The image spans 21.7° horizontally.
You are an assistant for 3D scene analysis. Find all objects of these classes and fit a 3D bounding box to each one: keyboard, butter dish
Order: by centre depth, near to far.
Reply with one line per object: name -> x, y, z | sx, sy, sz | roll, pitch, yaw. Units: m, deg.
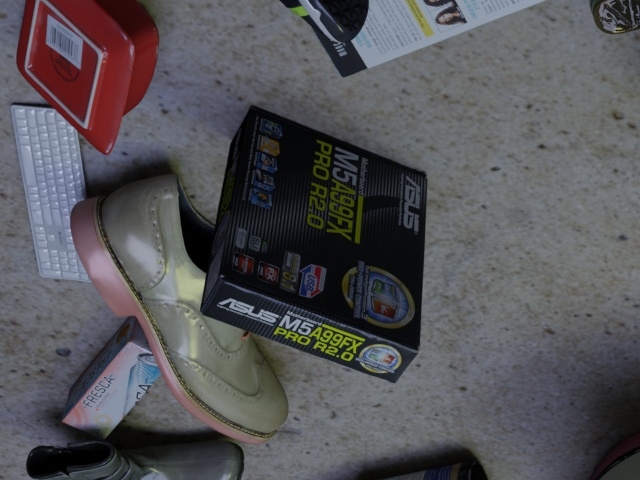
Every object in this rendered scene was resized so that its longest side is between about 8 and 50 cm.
butter dish -> -0.216, -0.198, 1.684 | 0.160, 0.118, 0.160 | 43, 139, 23
keyboard -> -0.298, -0.049, 1.889 | 0.072, 0.014, 0.256 | 2, 132, 3

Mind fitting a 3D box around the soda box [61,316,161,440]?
soda box -> -0.247, 0.167, 2.051 | 0.063, 0.058, 0.183 | 27, 130, -18

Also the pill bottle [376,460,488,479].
pill bottle -> 0.110, 0.363, 2.152 | 0.219, 0.123, 0.123 | -15, 129, 18

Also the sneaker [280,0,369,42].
sneaker -> -0.050, -0.276, 1.596 | 0.234, 0.084, 0.097 | 50, 139, -2

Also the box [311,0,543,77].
box -> 0.108, -0.251, 1.633 | 0.244, 0.060, 0.100 | -19, 127, 21

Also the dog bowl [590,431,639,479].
dog bowl -> 0.508, 0.379, 2.112 | 0.408, 0.150, 0.408 | 3, 132, 3

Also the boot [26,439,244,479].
boot -> -0.233, 0.289, 2.106 | 0.246, 0.083, 0.161 | -12, 155, 18

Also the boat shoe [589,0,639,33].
boat shoe -> 0.342, -0.238, 1.642 | 0.153, 0.048, 0.056 | -11, 118, 7

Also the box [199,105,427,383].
box -> 0.000, 0.000, 1.733 | 0.216, 0.270, 0.060 | 21, 132, -12

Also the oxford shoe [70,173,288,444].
oxford shoe -> -0.123, 0.087, 1.917 | 0.146, 0.140, 0.397 | -24, 128, 16
